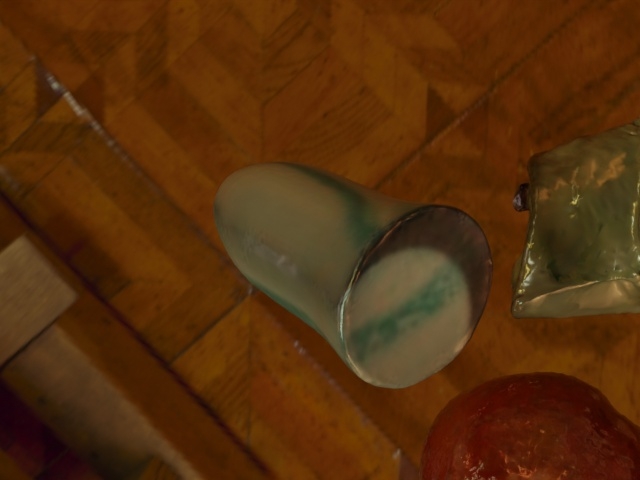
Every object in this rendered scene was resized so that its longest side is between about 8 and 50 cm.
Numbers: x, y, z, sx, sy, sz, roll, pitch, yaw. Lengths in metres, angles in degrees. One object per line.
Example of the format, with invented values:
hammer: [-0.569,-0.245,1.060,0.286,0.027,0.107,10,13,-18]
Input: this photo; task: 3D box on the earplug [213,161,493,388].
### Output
earplug: [0.000,0.000,1.487,0.185,0.324,0.185,-17,120,-32]

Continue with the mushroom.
mushroom: [0.265,-0.023,0.791,0.292,0.212,0.217,15,108,-4]

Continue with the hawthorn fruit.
hawthorn fruit: [0.240,0.308,1.659,0.287,0.330,0.287,8,120,14]
